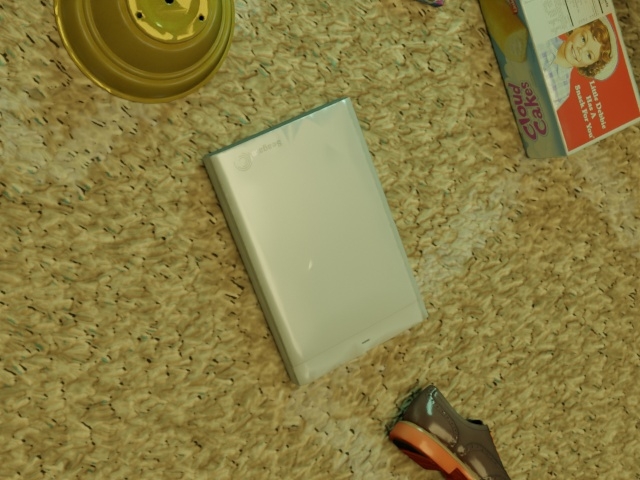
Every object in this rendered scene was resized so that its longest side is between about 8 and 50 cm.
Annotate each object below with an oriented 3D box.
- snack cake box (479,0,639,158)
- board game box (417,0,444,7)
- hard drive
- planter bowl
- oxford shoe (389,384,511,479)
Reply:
[{"bbox_3d":[0.330,-0.261,1.408,0.152,0.089,0.264,-26,103,-24],"label":"snack cake box"},{"bbox_3d":[0.127,-0.361,1.343,0.090,0.020,0.090,9,89,-25],"label":"board game box"},{"bbox_3d":[0.000,0.000,1.289,0.203,0.040,0.308,-26,104,-22],"label":"hard drive"},{"bbox_3d":[-0.183,-0.266,1.160,0.217,0.090,0.217,-2,94,-26],"label":"planter bowl"},{"bbox_3d":[0.218,0.300,1.381,0.271,0.097,0.098,42,69,-21],"label":"oxford shoe"}]
